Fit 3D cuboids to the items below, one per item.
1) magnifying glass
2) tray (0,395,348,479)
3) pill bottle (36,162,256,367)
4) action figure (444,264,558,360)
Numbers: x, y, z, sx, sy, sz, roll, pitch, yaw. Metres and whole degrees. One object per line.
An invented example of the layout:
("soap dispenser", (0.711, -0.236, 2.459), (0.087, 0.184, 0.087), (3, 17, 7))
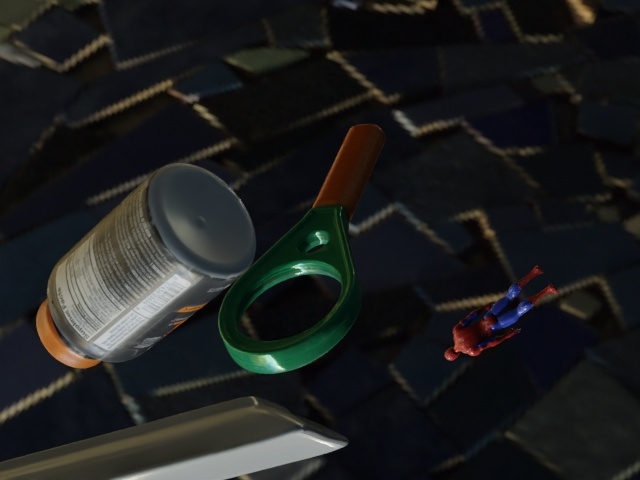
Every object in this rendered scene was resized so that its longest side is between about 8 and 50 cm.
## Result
("magnifying glass", (0.000, 0.000, 0.927), (0.026, 0.092, 0.231), (65, 33, -36))
("tray", (-0.126, 0.130, 0.764), (0.145, 0.270, 0.030), (48, 28, -74))
("pill bottle", (-0.185, 0.037, 1.380), (0.245, 0.130, 0.130), (-37, 176, 37))
("action figure", (0.157, 0.070, 1.231), (0.115, 0.038, 0.030), (-38, 161, 8))
